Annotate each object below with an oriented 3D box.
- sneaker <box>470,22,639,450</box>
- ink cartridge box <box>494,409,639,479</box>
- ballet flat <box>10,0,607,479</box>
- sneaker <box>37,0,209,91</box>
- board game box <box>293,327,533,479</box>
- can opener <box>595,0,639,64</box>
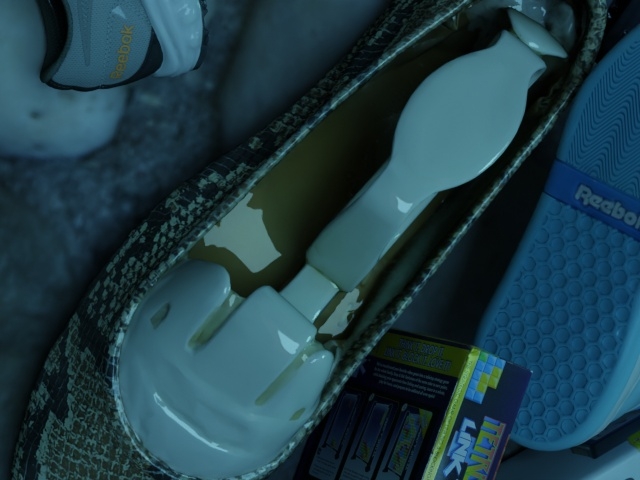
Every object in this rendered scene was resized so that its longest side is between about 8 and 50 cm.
[{"bbox_3d":[0.225,-0.019,1.078,0.319,0.127,0.208,-59,155,16],"label":"sneaker"},{"bbox_3d":[0.235,0.190,1.159,0.212,0.093,0.154,-25,104,-19],"label":"ink cartridge box"},{"bbox_3d":[0.000,0.000,0.989,0.164,0.182,0.483,44,76,-11],"label":"ballet flat"},{"bbox_3d":[-0.150,-0.213,0.955,0.108,0.100,0.271,-21,102,-17],"label":"sneaker"},{"bbox_3d":[0.048,0.128,1.026,0.048,0.170,0.141,24,84,-22],"label":"board game box"},{"bbox_3d":[0.235,-0.192,1.152,0.073,0.059,0.186,45,76,-20],"label":"can opener"}]
